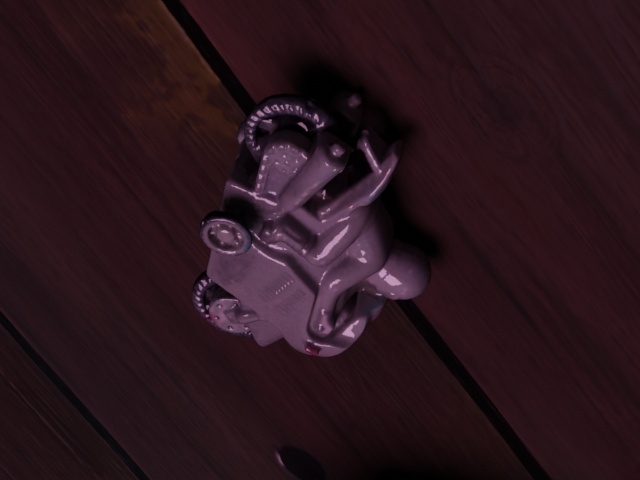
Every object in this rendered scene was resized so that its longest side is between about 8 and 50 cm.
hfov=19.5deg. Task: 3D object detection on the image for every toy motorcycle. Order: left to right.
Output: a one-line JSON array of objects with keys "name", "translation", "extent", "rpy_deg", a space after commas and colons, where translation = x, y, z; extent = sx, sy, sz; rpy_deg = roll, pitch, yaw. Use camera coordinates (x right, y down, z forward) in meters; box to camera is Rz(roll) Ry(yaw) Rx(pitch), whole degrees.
[{"name": "toy motorcycle", "translation": [0.000, 0.000, 1.355], "extent": [0.171, 0.110, 0.260], "rpy_deg": [18, 137, -2]}]
